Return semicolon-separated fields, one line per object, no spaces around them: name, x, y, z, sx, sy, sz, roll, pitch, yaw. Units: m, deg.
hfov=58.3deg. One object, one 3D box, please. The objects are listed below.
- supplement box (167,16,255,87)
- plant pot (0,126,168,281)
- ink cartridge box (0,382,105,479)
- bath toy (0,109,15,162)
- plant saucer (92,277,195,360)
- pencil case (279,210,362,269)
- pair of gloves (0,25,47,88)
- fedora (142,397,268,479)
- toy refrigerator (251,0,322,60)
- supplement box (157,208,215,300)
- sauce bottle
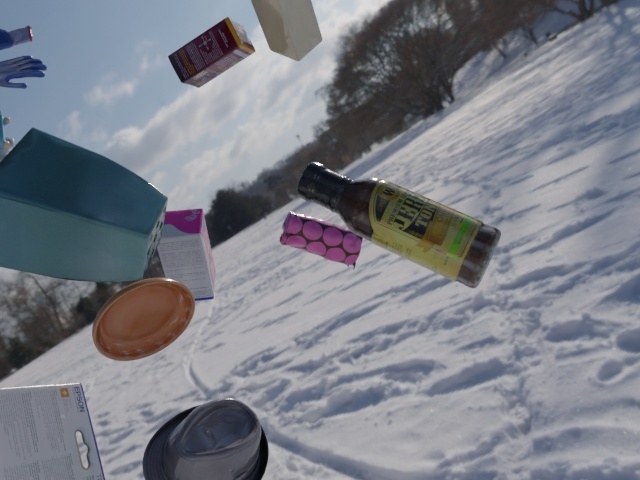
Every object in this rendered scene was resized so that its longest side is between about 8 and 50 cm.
supplement box;-0.275;-0.474;1.458;0.188;0.080;0.104;-27;1;15
plant pot;-0.377;-0.038;0.916;0.165;0.234;0.165;-83;13;-48
ink cartridge box;-0.618;0.471;1.207;0.071;0.324;0.330;-29;-21;17
bath toy;-0.740;-0.153;1.288;0.129;0.151;0.348;-4;-34;-19
plant saucer;-0.340;0.146;1.102;0.200;0.037;0.200;-26;-40;-23
pencil case;0.000;0.000;1.440;0.098;0.209;0.095;122;163;-45
pair of gloves;-0.651;-0.373;1.158;0.159;0.198;0.023;-18;-27;-22
fedora;-0.232;0.436;1.227;0.276;0.243;0.124;-13;-42;-34
toy refrigerator;-0.087;-0.531;1.226;0.094;0.102;0.269;-46;-36;-16
supplement box;-0.338;0.040;1.453;0.114;0.220;0.111;-6;40;-2
sauce bottle;0.122;-0.036;0.966;0.111;0.345;0.111;-57;-18;-29
